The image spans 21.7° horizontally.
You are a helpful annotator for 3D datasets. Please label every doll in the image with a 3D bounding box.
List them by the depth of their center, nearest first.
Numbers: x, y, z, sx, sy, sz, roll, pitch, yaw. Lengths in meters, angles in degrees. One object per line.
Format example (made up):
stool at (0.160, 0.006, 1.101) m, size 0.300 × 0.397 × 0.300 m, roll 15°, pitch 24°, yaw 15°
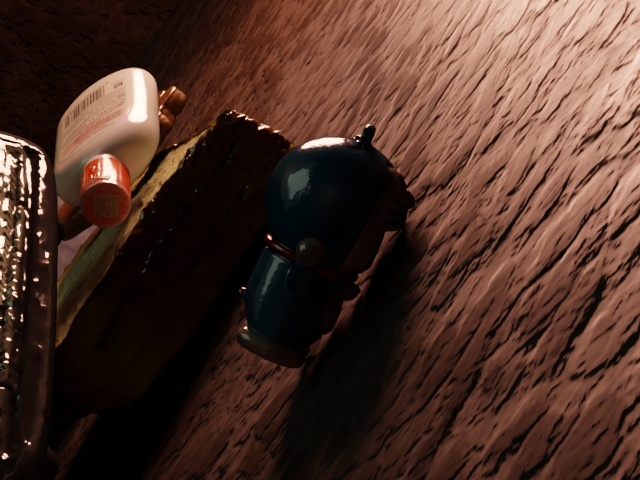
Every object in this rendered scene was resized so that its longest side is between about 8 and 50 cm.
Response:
doll at (0.000, 0.000, 1.000) m, size 0.114 × 0.085 × 0.152 m, roll -72°, pitch 6°, yaw -85°

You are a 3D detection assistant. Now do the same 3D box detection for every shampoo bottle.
shampoo bottle at (-0.184, -0.076, 1.432) m, size 0.108 × 0.051 × 0.221 m, roll -34°, pitch 26°, yaw 10°

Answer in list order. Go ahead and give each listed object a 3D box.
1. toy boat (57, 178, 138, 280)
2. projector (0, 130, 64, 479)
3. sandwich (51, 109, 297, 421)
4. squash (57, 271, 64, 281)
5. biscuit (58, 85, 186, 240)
toy boat at (-0.286, 0.035, 1.867) m, size 0.283 × 0.127 × 0.078 m, roll -62°, pitch 19°, yaw -17°
projector at (-0.347, 0.153, 1.268) m, size 0.405 × 0.242 × 0.395 m, roll -99°, pitch 25°, yaw -52°
sandwich at (-0.154, 0.032, 1.437) m, size 0.271 × 0.099 × 0.301 m, roll -60°, pitch 14°, yaw -17°
squash at (-0.277, 0.055, 1.716) m, size 0.237 × 0.204 × 0.155 m, roll -5°, pitch 75°, yaw 61°
biscuit at (-0.182, -0.068, 1.533) m, size 0.175 × 0.026 × 0.124 m, roll -54°, pitch 18°, yaw -17°
